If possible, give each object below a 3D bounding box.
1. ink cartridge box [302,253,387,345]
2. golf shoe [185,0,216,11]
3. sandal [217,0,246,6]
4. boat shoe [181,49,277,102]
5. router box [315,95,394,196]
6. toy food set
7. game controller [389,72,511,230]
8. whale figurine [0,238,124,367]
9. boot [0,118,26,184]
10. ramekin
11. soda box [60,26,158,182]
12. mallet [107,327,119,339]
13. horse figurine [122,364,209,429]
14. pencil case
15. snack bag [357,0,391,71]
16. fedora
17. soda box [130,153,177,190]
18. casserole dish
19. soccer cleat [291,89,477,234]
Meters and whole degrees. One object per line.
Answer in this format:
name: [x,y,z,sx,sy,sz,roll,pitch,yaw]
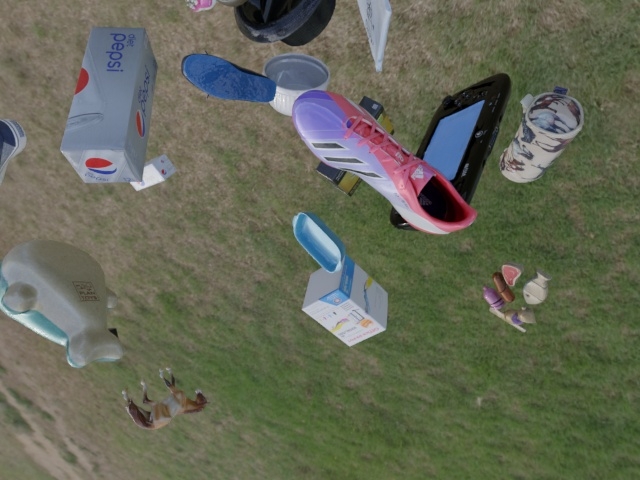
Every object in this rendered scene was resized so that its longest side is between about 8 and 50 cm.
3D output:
ink cartridge box: [0.089,0.203,1.390,0.171,0.168,0.232,-33,117,33]
golf shoe: [-0.261,-0.614,0.977,0.140,0.306,0.115,-9,131,-19]
sandal: [-0.157,-0.367,0.458,0.090,0.060,0.219,-11,122,35]
boat shoe: [-0.236,-0.399,1.053,0.089,0.258,0.109,36,110,41]
router box: [0.135,-0.332,1.521,0.081,0.243,0.309,36,95,21]
toy food set: [0.250,0.074,0.546,0.078,0.019,0.122,36,149,39]
game controller: [0.228,-0.156,0.726,0.067,0.319,0.166,33,158,-16]
whale figurine: [-0.471,0.126,0.751,0.141,0.216,0.272,-43,73,10]
boot: [-0.554,-0.127,0.660,0.190,0.086,0.069,-32,97,31]
ramekin: [-0.078,-0.484,1.305,0.207,0.207,0.109,21,143,8]
soda box: [-0.357,-0.241,0.724,0.098,0.286,0.091,-2,153,-6]
mallet: [-0.460,0.223,0.910,0.189,0.039,0.062,-22,78,60]
horse figurine: [-0.451,0.461,1.189,0.066,0.263,0.174,-35,83,18]
pencil case: [0.725,-0.335,1.407,0.183,0.160,0.410,52,180,18]
snack bag: [0.157,-0.740,1.249,0.037,0.323,0.343,-13,83,1]
fedora: [-0.058,-0.619,1.038,0.334,0.334,0.152,-5,166,28]
soda box: [-0.625,-0.248,1.526,0.216,0.069,0.074,-8,125,40]
casserole dish: [0.000,0.000,1.077,0.188,0.037,0.114,45,144,20]
soccer cleat: [0.078,-0.092,0.486,0.248,0.083,0.095,38,170,-18]
